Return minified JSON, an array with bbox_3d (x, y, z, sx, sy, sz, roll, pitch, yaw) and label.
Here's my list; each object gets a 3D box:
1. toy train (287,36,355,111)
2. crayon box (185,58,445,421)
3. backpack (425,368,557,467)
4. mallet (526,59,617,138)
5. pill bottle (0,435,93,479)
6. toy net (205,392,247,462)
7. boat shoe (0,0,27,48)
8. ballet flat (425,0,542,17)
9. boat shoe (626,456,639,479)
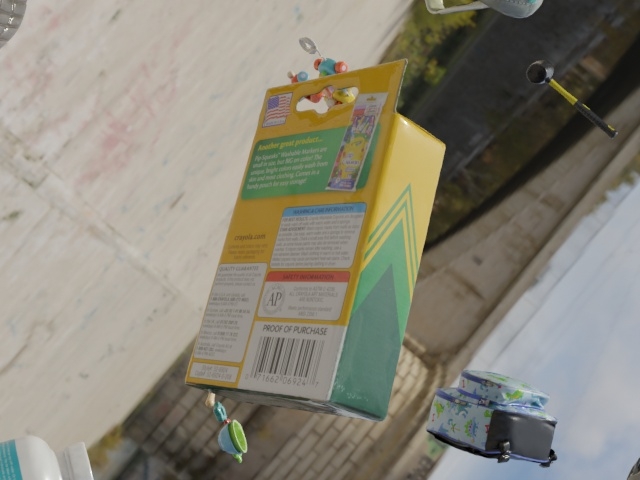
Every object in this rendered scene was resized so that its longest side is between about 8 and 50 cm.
[{"bbox_3d":[-0.006,-0.236,1.476,0.046,0.125,0.166,-56,173,-16],"label":"toy train"},{"bbox_3d":[0.000,0.000,0.936,0.203,0.083,0.322,-2,-111,47],"label":"crayon box"},{"bbox_3d":[0.173,0.178,0.994,0.114,0.105,0.084,6,-98,49],"label":"backpack"},{"bbox_3d":[0.438,-0.245,1.678,0.039,0.190,0.062,-51,178,28],"label":"mallet"},{"bbox_3d":[-0.422,0.335,1.228,0.264,0.146,0.146,-14,167,-17],"label":"pill bottle"},{"bbox_3d":[-0.194,0.329,1.957,0.045,0.232,0.122,-23,156,8],"label":"toy net"},{"bbox_3d":[-0.555,-0.418,1.592,0.123,0.117,0.324,63,33,-48],"label":"boat shoe"},{"bbox_3d":[0.059,-0.179,0.606,0.072,0.213,0.068,-15,119,-27],"label":"ballet flat"},{"bbox_3d":[0.402,0.402,1.140,0.156,0.186,0.500,-21,-168,37],"label":"boat shoe"}]
